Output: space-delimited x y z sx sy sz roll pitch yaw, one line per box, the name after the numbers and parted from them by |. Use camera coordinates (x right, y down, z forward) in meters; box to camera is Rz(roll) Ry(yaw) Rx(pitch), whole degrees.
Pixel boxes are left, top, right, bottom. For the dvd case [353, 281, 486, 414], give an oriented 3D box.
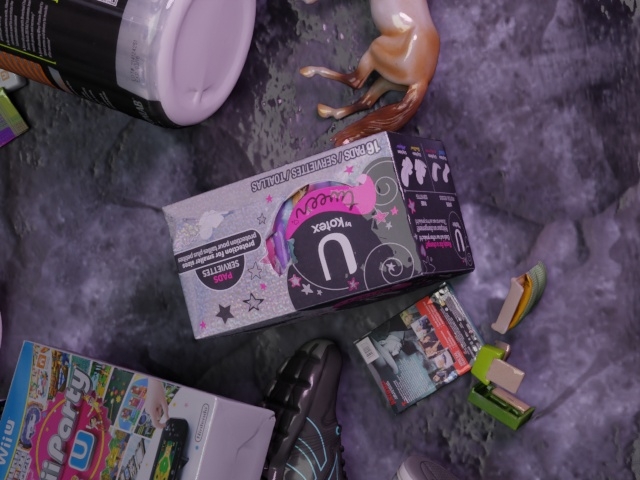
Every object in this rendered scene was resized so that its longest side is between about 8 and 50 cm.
0.102 0.109 1.380 0.119 0.013 0.087 -35 79 20 | dvd case

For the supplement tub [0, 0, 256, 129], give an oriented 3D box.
-0.242 -0.247 1.416 0.316 0.193 0.194 21 100 21 | supplement tub

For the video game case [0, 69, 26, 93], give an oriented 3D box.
-0.438 -0.238 1.595 0.173 0.022 0.190 -20 84 23 | video game case

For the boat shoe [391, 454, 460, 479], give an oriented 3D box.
0.156 0.354 1.314 0.103 0.118 0.320 -37 85 16 | boat shoe

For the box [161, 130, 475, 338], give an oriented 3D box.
0.000 0.000 1.337 0.247 0.163 0.142 -18 84 24 | box

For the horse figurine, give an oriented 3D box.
0.055 -0.216 1.359 0.174 0.066 0.263 -8 87 30 | horse figurine

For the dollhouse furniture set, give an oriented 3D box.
0.193 0.101 1.308 0.058 0.076 0.152 29 114 22 | dollhouse furniture set

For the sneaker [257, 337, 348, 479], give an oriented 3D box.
-0.020 0.233 1.405 0.106 0.101 0.267 20 84 -23 | sneaker

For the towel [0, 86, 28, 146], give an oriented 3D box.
-0.377 -0.134 1.569 0.083 0.009 0.060 -26 105 23 | towel

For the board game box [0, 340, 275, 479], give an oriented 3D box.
-0.208 0.243 1.407 0.303 0.097 0.224 10 82 41 | board game box

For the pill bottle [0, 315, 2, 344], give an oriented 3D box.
-0.518 0.100 1.569 0.283 0.161 0.161 5 95 23 | pill bottle

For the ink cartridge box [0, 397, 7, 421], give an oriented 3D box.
-0.450 0.218 1.512 0.224 0.223 0.045 -14 87 25 | ink cartridge box
